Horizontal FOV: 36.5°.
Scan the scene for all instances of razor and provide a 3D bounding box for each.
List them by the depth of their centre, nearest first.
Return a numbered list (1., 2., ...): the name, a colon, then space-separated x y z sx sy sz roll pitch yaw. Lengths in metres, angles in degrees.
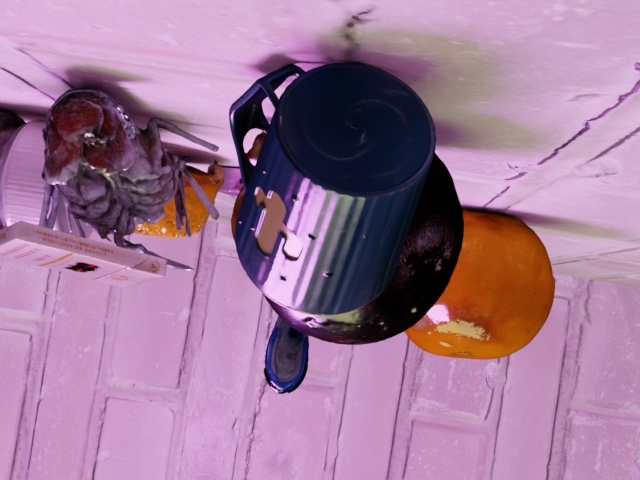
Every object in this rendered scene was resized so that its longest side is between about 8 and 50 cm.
1. razor: -0.019 0.012 1.012 0.093 0.324 0.056 9 139 -1

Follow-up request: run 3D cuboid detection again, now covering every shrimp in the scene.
1. shrimp: -0.213 -0.065 1.033 0.221 0.166 0.410 -21 160 -6

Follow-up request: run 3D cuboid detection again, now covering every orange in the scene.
1. orange: 0.236 0.070 1.521 0.261 0.261 0.261 9 177 0

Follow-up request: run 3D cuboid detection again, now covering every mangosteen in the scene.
1. mangosteen: 0.013 -0.023 0.905 0.250 0.211 0.211 40 -164 33

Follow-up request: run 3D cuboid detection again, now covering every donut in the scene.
1. donut: -0.259 -0.081 1.360 0.253 0.118 0.253 14 -169 -3

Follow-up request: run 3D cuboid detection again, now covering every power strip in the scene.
1. power strip: -0.056 -0.073 1.514 0.109 0.037 0.279 7 177 37

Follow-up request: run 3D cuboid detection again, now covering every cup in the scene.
1. cup: -0.002 -0.052 0.698 0.131 0.176 0.155 -32 163 -25

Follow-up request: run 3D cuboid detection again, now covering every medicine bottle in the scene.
1. medicine bottle: -0.417 -0.081 1.184 0.273 0.165 0.165 9 177 11

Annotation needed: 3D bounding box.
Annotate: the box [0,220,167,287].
1. box: -0.257 0.017 1.025 0.167 0.024 0.090 18 159 -35
